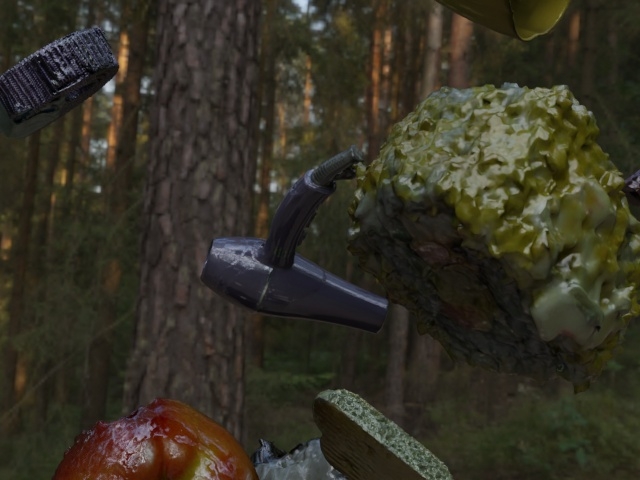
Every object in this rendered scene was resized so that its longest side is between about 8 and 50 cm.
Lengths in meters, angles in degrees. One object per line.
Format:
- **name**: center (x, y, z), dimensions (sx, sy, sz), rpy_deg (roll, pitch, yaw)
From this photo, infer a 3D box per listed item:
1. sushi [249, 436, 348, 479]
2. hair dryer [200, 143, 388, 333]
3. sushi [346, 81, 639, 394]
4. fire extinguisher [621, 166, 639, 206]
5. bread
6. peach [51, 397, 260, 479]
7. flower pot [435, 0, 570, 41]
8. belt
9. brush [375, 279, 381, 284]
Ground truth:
- **sushi**: center (-0.048, 0.501, 1.581), dimensions (0.348, 0.234, 0.207), rpy_deg (-35, -34, 19)
- **hair dryer**: center (0.000, 0.000, 1.245), dimensions (0.301, 0.121, 0.361), rpy_deg (18, -44, -9)
- **sushi**: center (0.232, -0.005, 1.059), dimensions (0.351, 0.240, 0.396), rpy_deg (11, -34, 53)
- **fire extinguisher**: center (0.486, -0.103, 1.141), dimensions (0.078, 0.157, 0.045), rpy_deg (54, -5, -31)
- **bread**: center (0.098, 0.359, 1.334), dimensions (0.286, 0.207, 0.056), rpy_deg (39, 54, 20)
- **peach**: center (-0.243, 0.448, 1.283), dimensions (0.335, 0.310, 0.406), rpy_deg (-23, -34, -28)
- **flower pot**: center (0.233, -0.382, 1.124), dimensions (0.179, 0.195, 0.195), rpy_deg (25, 10, 37)
- **belt**: center (-0.535, -0.308, 1.652), dimensions (0.260, 0.122, 0.325), rpy_deg (-39, 13, -26)
- **brush**: center (0.190, -0.051, 1.565), dimensions (0.085, 0.336, 0.020), rpy_deg (4, 33, -29)
